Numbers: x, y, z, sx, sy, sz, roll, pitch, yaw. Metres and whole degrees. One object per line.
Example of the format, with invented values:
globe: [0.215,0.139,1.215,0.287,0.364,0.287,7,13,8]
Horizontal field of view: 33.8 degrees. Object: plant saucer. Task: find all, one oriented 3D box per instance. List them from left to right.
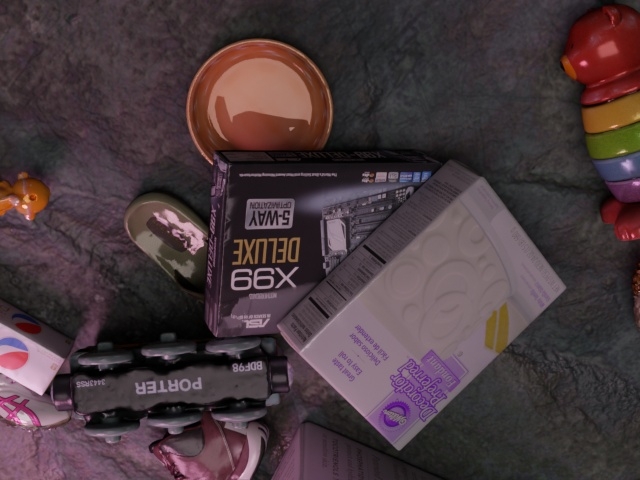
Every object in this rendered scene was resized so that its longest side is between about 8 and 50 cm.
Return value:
plant saucer: [-0.082,-0.179,1.446,0.200,0.037,0.199,0,109,-1]

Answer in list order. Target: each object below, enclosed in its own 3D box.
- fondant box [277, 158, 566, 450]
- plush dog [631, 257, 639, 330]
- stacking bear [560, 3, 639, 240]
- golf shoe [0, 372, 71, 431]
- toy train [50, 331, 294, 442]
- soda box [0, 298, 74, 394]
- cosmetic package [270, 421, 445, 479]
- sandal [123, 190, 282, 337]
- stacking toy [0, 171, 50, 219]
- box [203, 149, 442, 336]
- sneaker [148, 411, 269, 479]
fondant box: [0.142,0.089,1.433,0.330,0.096,0.238,-43,120,-1]
plush dog: [0.558,0.098,1.487,0.225,0.210,0.262,-16,109,33]
stacking bear: [0.411,-0.172,1.398,0.164,0.175,0.289,-23,100,9]
golf shoe: [-0.458,0.227,1.566,0.186,0.067,0.085,16,107,-6]
toy train: [-0.204,0.194,1.494,0.334,0.190,0.142,-6,92,-1]
soda box: [-0.473,0.133,1.532,0.216,0.069,0.074,32,106,-11]
cosmetic package: [0.078,0.539,1.543,0.394,0.327,0.329,25,107,-8]
sandal: [-0.153,0.048,1.496,0.303,0.086,0.120,34,106,-12]
stacking toy: [-0.523,-0.048,1.440,0.302,0.166,0.175,-9,99,-10]
box: [0.000,0.000,1.437,0.308,0.076,0.242,-1,110,-22]
sneaker: [-0.202,0.378,1.613,0.163,0.106,0.281,25,97,-4]
